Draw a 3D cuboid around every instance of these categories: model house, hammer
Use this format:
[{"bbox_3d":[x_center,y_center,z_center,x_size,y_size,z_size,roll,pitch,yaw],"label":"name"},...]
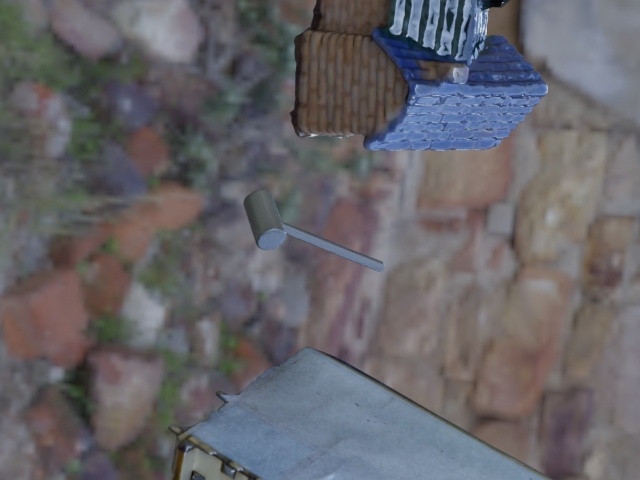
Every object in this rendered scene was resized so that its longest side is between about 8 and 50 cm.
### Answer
[{"bbox_3d":[0.090,-0.162,1.463,0.166,0.172,0.182,-3,97,-32],"label":"model house"},{"bbox_3d":[0.000,0.000,1.155,0.110,0.019,0.035,20,36,-37],"label":"hammer"},{"bbox_3d":[0.031,0.217,1.010,0.178,0.271,0.206,-35,144,-48],"label":"model house"}]
